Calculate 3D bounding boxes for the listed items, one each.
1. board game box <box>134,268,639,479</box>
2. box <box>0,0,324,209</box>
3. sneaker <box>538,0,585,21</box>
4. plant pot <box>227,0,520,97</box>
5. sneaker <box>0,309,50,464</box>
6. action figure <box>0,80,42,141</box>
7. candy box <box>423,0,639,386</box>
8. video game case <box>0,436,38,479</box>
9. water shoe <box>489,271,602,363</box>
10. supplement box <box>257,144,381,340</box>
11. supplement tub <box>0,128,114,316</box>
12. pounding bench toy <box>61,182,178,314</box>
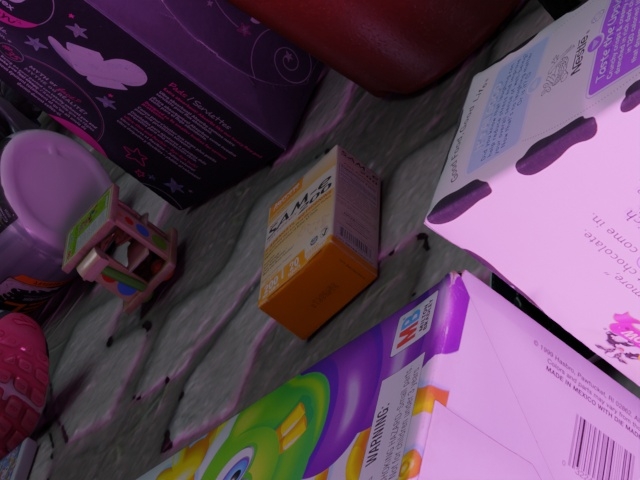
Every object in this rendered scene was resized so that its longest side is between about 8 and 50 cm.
[{"bbox_3d":[-0.003,0.155,0.641,0.275,0.144,0.142,-36,27,41],"label":"board game box"},{"bbox_3d":[-0.123,-0.168,1.274,0.142,0.247,0.163,-24,35,50],"label":"box"},{"bbox_3d":[0.172,-0.135,0.814,0.136,0.116,0.314,-43,27,0],"label":"sneaker"},{"bbox_3d":[-0.002,-0.238,1.097,0.272,0.265,0.272,-45,21,23],"label":"plant pot"},{"bbox_3d":[-0.291,0.116,1.373,0.299,0.121,0.112,-33,26,44],"label":"sneaker"},{"bbox_3d":[-0.284,-0.123,1.789,0.185,0.099,0.285,-50,15,30],"label":"action figure"},{"bbox_3d":[0.157,-0.020,0.539,0.196,0.165,0.070,-32,29,44],"label":"candy box"},{"bbox_3d":[-0.241,0.196,1.288,0.122,0.011,0.087,-39,24,33],"label":"video game case"},{"bbox_3d":[0.100,-0.010,0.693,0.080,0.073,0.203,-32,-20,-39],"label":"water shoe"},{"bbox_3d":[0.000,0.000,1.037,0.062,0.036,0.098,-43,22,26],"label":"supplement box"},{"bbox_3d":[-0.253,0.005,1.472,0.190,0.117,0.117,-37,26,40],"label":"supplement tub"},{"bbox_3d":[-0.132,0.016,1.262,0.052,0.065,0.083,-45,22,20],"label":"pounding bench toy"}]
